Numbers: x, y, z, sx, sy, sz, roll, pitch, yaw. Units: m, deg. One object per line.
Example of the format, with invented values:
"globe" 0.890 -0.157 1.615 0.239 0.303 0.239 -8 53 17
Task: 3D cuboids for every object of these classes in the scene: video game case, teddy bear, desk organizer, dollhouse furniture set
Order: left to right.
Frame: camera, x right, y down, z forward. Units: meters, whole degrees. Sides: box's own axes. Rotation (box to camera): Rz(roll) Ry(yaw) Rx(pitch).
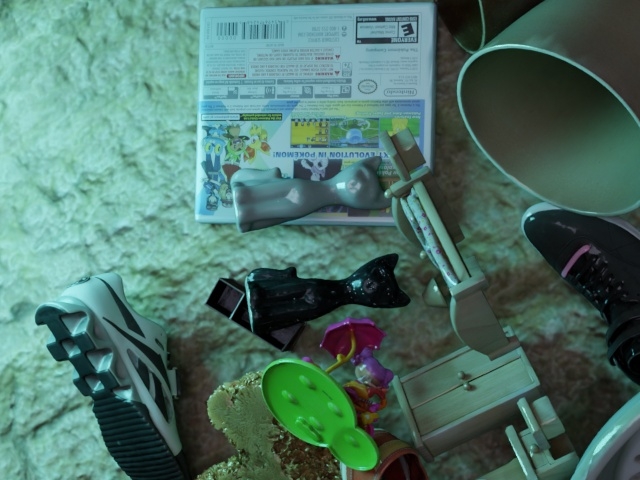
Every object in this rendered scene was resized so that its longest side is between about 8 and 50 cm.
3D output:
"desk organizer" -0.089 0.100 1.290 0.130 0.050 0.047 30 93 12
"teddy bear" -0.042 0.331 1.250 0.245 0.113 0.338 -30 89 14
"video game case" -0.008 -0.170 1.295 0.328 0.036 0.300 1 89 11
"dollhouse furniture set" 0.127 0.108 1.086 0.173 0.355 0.303 -28 43 7

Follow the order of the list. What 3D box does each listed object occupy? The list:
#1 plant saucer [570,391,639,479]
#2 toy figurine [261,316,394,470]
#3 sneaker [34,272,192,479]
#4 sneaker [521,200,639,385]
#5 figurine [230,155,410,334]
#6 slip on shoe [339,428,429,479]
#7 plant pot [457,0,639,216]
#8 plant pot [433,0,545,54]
"plant saucer" 0.434 0.256 1.081 0.400 0.100 0.401 -8 122 -12
"toy figurine" 0.039 0.168 1.170 0.173 0.159 0.130 43 135 1
"sneaker" -0.238 0.192 1.283 0.122 0.146 0.331 -12 109 37
"sneaker" 0.356 0.067 1.143 0.295 0.147 0.105 37 130 10
"figurine" 0.000 0.000 1.227 0.209 0.092 0.215 -9 90 -6
"slip on shoe" 0.116 0.394 1.174 0.123 0.101 0.331 -19 94 -27
"plant pot" 0.346 -0.213 1.129 0.256 0.256 0.274 37 69 11
"plant pot" 0.260 -0.376 1.186 0.230 0.215 0.215 -23 82 -2
